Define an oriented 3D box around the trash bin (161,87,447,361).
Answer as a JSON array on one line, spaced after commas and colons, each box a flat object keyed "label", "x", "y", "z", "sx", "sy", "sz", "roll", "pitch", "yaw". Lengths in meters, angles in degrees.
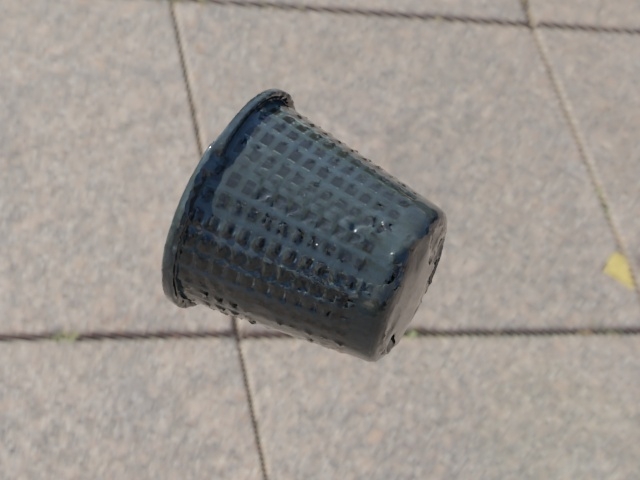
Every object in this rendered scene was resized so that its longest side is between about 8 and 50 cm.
[{"label": "trash bin", "x": 0.000, "y": 0.000, "z": 1.010, "sx": 0.161, "sy": 0.175, "sz": 0.175, "roll": 25, "pitch": 48, "yaw": 13}]
